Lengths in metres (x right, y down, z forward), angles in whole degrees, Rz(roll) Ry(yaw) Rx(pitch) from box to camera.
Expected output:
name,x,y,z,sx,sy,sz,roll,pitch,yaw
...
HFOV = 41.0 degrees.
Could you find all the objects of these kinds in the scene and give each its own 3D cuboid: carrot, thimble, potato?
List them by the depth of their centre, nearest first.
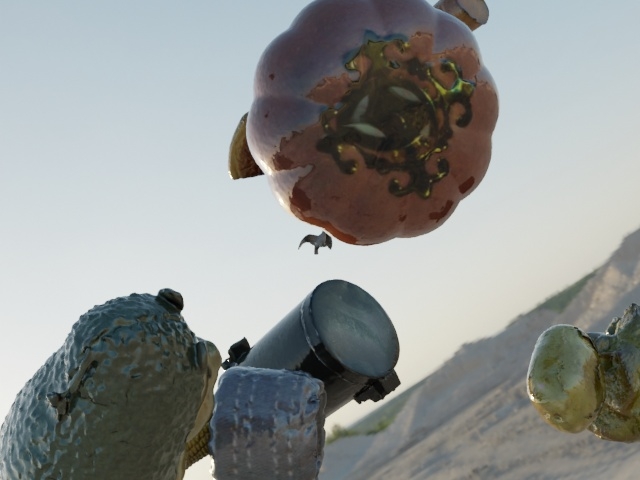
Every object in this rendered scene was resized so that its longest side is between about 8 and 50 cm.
name,x,y,z,sx,sy,sz,roll,pitch,yaw
potato,0.320,0.174,1.103,0.080,0.107,0.170,-54,-3,41
carrot,0.162,-0.321,1.330,0.205,0.072,0.072,-24,-2,44
thimble,-0.077,0.314,1.346,0.172,0.236,0.205,4,25,7

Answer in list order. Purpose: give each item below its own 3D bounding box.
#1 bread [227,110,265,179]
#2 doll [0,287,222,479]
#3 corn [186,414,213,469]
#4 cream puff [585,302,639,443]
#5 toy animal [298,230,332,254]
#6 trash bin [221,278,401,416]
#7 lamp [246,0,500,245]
name,x,y,z,sx,sy,sz,roll,pitch,yaw
bread,-0.121,-0.160,1.593,0.136,0.054,0.154,-39,-57,24
doll,-0.250,0.215,1.034,0.247,0.247,0.349,-19,-37,-50
corn,-0.235,0.324,1.304,0.231,0.080,0.080,-31,-11,-19
cream puff,0.468,0.200,1.233,0.196,0.244,0.244,-68,-18,7
toy animal,0.001,0.001,1.425,0.050,0.028,0.084,-38,-23,33
trash bin,-0.024,0.236,1.581,0.301,0.252,0.203,-43,-10,35
lamp,0.059,-0.145,1.027,0.305,0.305,0.240,-31,10,-9
